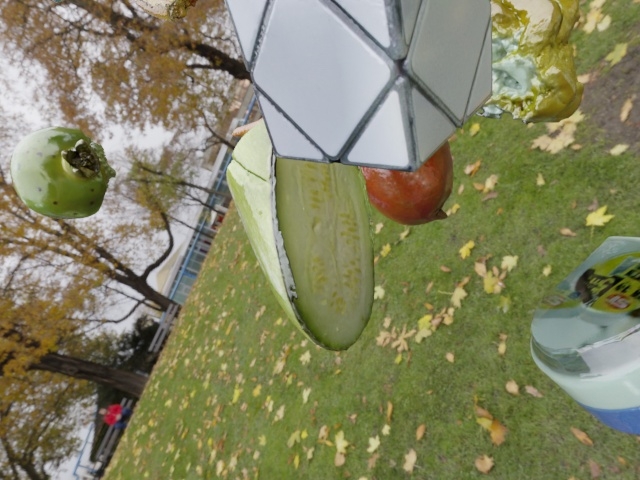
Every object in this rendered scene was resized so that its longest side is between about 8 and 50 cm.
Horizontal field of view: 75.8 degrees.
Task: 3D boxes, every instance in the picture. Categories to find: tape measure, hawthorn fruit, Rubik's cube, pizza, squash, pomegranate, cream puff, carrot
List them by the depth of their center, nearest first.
[{"bbox_3d":[0.054,-0.217,0.454,0.205,0.205,0.207,-43,-47,-34],"label":"Rubik's cube"},{"bbox_3d":[0.425,0.117,0.557,0.262,0.138,0.259,-40,1,6],"label":"tape measure"},{"bbox_3d":[0.000,0.000,0.641,0.210,0.234,0.308,-46,58,26],"label":"squash"},{"bbox_3d":[-0.310,-0.550,0.913,0.199,0.188,0.062,-35,-28,-17],"label":"pizza"},{"bbox_3d":[0.451,-0.419,0.946,0.274,0.323,0.269,-27,-45,-53],"label":"cream puff"},{"bbox_3d":[-0.693,-0.191,1.126,0.341,0.260,0.260,-12,52,50],"label":"pomegranate"},{"bbox_3d":[0.240,-0.197,1.200,0.295,0.295,0.311,153,113,-74],"label":"hawthorn fruit"},{"bbox_3d":[-0.172,-0.354,1.253,0.271,0.066,0.062,-18,68,43],"label":"carrot"}]

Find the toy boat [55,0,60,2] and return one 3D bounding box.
[{"bbox_3d":[-0.623,-0.612,0.929,0.145,0.133,0.332,-51,46,1],"label":"toy boat"}]
